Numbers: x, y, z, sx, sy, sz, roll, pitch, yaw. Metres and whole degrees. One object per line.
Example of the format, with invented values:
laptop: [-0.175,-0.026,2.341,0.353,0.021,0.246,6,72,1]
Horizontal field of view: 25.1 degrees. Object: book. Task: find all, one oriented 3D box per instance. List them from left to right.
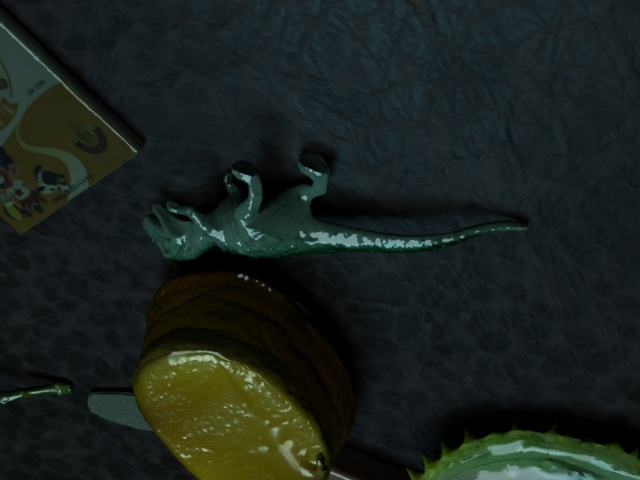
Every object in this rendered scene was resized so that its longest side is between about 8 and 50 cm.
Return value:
book: [-0.338,-0.145,1.391,0.208,0.020,0.295,-29,116,39]

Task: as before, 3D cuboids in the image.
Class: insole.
insole: [-0.179,0.205,1.657,0.192,0.010,0.063,13,135,8]

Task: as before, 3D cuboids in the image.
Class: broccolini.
broccolini: [-0.386,0.176,1.680,0.194,0.052,0.054,8,137,13]

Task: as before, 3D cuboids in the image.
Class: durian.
durian: [0.235,0.289,1.469,0.355,0.169,0.157,2,133,17]

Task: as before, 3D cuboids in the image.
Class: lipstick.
lipstick: [0.038,0.264,1.606,0.145,0.045,0.045,23,132,1]

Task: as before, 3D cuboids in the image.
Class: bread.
bread: [-0.077,0.151,1.478,0.195,0.143,0.270,-17,125,29]

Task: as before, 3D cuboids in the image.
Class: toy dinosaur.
toy dinosaur: [-0.011,-0.035,1.335,0.383,0.076,0.129,1,138,24]
